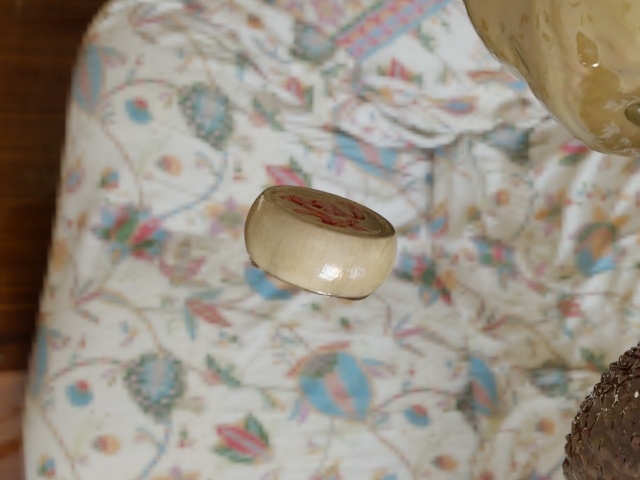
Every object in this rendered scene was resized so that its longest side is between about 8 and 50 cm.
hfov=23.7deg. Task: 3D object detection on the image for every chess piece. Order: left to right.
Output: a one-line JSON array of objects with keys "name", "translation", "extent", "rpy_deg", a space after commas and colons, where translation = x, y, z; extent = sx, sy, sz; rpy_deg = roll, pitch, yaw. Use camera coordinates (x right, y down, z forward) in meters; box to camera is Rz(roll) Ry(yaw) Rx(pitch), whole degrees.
[{"name": "chess piece", "translation": [0.000, 0.000, 0.821], "extent": [0.084, 0.084, 0.038], "rpy_deg": [40, 120, 49]}]

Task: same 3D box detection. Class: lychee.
[{"name": "lychee", "translation": [0.271, 0.154, 1.097], "extent": [0.194, 0.194, 0.194], "rpy_deg": [3, 94, 57]}]

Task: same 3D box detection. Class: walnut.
[{"name": "walnut", "translation": [0.307, -0.266, 1.454], "extent": [0.384, 0.384, 0.383], "rpy_deg": [3, 94, 57]}]
